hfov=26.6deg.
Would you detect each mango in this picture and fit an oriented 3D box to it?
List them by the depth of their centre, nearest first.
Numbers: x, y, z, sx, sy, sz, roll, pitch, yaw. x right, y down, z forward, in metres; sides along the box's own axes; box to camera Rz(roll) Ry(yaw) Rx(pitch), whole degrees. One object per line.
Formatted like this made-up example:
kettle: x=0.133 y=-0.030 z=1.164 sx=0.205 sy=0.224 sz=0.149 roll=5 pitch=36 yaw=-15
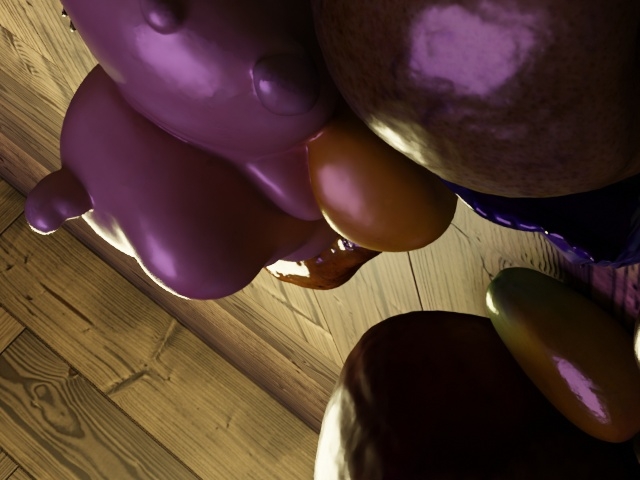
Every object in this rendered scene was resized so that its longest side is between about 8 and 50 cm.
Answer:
mango: x=0.231 y=0.102 z=1.250 sx=0.195 sy=0.092 sz=0.130 roll=46 pitch=168 yaw=5

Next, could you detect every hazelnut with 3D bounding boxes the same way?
hazelnut: x=0.164 y=0.268 z=1.453 sx=0.421 sy=0.352 sz=0.421 roll=55 pitch=-163 yaw=-27

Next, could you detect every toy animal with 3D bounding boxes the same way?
toy animal: x=-0.067 y=-0.058 z=0.906 sx=0.277 sy=0.247 sz=0.345 roll=51 pitch=-167 yaw=12

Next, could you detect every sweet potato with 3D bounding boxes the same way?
sweet potato: x=-0.003 y=0.001 z=1.561 sx=0.112 sy=0.112 sz=0.359 roll=49 pitch=162 yaw=-23

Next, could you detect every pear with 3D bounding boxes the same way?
pear: x=0.097 y=-0.130 z=0.720 sx=0.211 sy=0.188 sz=0.228 roll=16 pitch=146 yaw=37

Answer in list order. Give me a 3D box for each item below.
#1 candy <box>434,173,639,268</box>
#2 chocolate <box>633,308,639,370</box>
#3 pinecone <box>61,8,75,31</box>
candy: x=0.177 y=-0.027 z=0.871 sx=0.145 sy=0.070 sz=0.275 roll=37 pitch=-158 yaw=29
chocolate: x=0.302 y=0.075 z=0.996 sx=0.133 sy=0.127 sz=0.124 roll=35 pitch=-160 yaw=-27
pinecone: x=-0.138 y=-0.228 z=1.173 sx=0.165 sy=0.163 sz=0.163 roll=26 pitch=165 yaw=3
